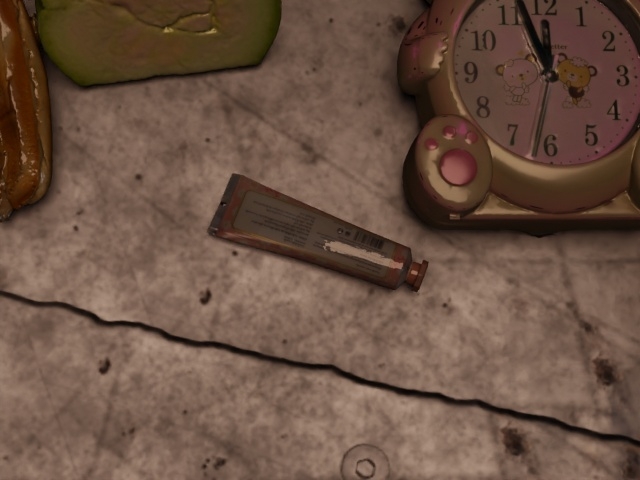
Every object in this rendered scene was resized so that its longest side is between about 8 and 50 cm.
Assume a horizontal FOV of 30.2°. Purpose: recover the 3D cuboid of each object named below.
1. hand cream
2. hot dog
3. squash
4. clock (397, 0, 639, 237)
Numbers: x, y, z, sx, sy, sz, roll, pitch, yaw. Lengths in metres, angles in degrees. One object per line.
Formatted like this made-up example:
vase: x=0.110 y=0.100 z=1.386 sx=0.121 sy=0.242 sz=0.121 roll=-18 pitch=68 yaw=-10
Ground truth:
hand cream: x=0.000 y=0.000 z=1.137 sx=0.210 sy=0.043 sz=0.067 roll=21 pitch=75 yaw=5
hot dog: x=-0.313 y=-0.149 z=1.123 sx=0.109 sy=0.072 sz=0.269 roll=-6 pitch=80 yaw=-8
squash: x=-0.177 y=-0.341 z=1.183 sx=0.234 sy=0.210 sz=0.308 roll=-10 pitch=51 yaw=-6
clock: x=0.216 y=-0.162 z=1.153 sx=0.284 sy=0.114 sz=0.309 roll=-1 pitch=77 yaw=-4
